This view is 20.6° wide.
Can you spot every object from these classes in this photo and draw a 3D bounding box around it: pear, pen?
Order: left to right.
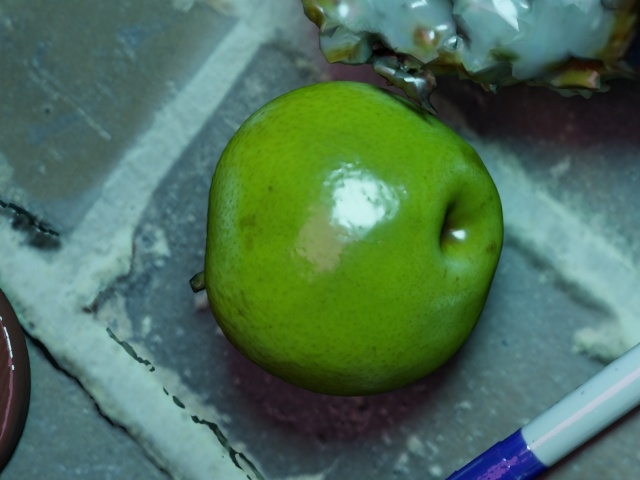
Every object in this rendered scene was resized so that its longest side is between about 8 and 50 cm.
[{"bbox_3d":[0.000,0.000,1.022,0.216,0.166,0.180,-4,95,50],"label":"pear"},{"bbox_3d":[0.180,0.076,0.991,0.269,0.033,0.033,-38,71,16],"label":"pen"}]

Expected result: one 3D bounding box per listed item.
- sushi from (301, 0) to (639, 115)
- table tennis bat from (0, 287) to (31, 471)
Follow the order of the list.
[{"bbox_3d":[0.120,-0.268,0.960,0.418,0.176,0.417,8,106,31],"label":"sushi"},{"bbox_3d":[-0.333,0.075,1.214,0.310,0.038,0.200,21,93,24],"label":"table tennis bat"}]
